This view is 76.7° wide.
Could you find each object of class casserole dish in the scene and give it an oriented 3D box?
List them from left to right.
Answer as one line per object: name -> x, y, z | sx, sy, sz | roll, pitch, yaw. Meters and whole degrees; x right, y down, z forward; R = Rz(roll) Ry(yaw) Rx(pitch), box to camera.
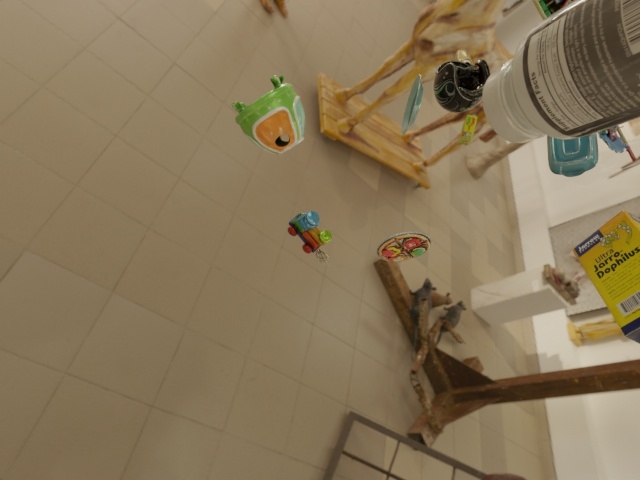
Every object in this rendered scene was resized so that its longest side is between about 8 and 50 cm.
casserole dish -> 0.660, -0.258, 1.065 | 0.037, 0.114, 0.188 | 35, 58, -48

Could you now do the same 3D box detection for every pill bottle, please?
pill bottle -> 0.373, -0.236, 0.525 | 0.176, 0.318, 0.176 | 2, 85, -20

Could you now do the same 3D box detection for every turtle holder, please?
turtle holder -> -0.175, -0.432, 1.464 | 0.243, 0.320, 0.227 | -38, 107, -13

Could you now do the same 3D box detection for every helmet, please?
helmet -> 0.440, -0.494, 1.287 | 0.169, 0.161, 0.169 | -1, 96, -12

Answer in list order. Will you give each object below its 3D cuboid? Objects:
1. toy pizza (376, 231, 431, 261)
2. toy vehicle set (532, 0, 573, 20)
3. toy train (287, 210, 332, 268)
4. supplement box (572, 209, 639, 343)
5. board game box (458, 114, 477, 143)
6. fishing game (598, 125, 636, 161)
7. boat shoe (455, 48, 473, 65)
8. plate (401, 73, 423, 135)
toy pizza -> 0.304, 0.033, 1.468 | 0.201, 0.201, 0.032 | 20, 49, -37
toy vehicle set -> 0.519, -0.593, 0.856 | 0.035, 0.166, 0.267 | -14, 78, -47
toy train -> 0.000, 0.000, 1.504 | 0.105, 0.143, 0.248 | -44, 101, -25
supplement box -> 0.938, 0.117, 1.164 | 0.194, 0.195, 0.357 | 25, 37, -14
board game box -> 0.632, -0.472, 1.742 | 0.181, 0.043, 0.092 | -17, 120, -75
fishing game -> 0.633, -0.280, 0.908 | 0.264, 0.041, 0.189 | 16, 56, -30
boat shoe -> 0.542, -0.647, 1.504 | 0.059, 0.063, 0.170 | 47, 33, -73
plate -> 0.291, -0.420, 1.267 | 0.024, 0.188, 0.188 | 12, 53, 0
